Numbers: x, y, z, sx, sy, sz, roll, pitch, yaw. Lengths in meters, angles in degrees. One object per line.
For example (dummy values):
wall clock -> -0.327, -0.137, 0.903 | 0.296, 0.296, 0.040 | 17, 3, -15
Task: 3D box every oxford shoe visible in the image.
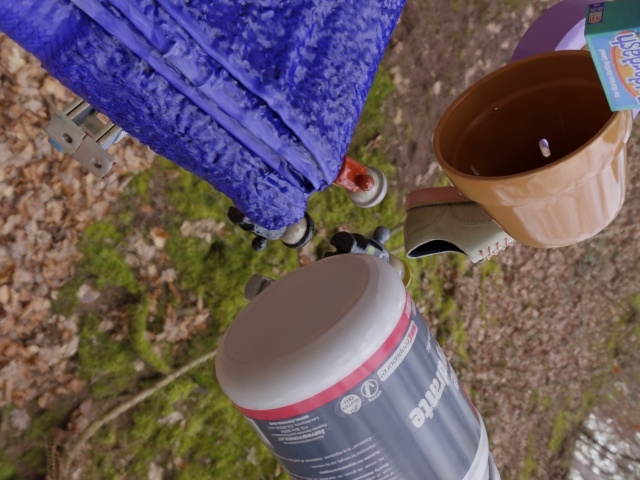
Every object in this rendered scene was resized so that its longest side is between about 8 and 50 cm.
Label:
oxford shoe -> 0.344, -0.022, 1.371 | 0.397, 0.140, 0.146 | -3, -112, 36

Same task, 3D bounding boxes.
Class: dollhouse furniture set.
dollhouse furniture set -> -0.416, -0.173, 1.292 | 0.184, 0.129, 0.129 | -34, -163, 46

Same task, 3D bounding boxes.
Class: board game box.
board game box -> 0.423, -0.216, 0.806 | 0.210, 0.160, 0.047 | 0, -114, 34

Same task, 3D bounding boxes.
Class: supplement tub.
supplement tub -> 0.043, 0.166, 0.691 | 0.191, 0.272, 0.191 | -27, -158, 12

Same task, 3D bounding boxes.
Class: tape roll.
tape roll -> 0.472, -0.294, 1.300 | 0.275, 0.275, 0.090 | -47, -141, 3

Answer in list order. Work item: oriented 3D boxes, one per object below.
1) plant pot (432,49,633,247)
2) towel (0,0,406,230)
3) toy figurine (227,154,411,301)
plant pot -> 0.348, -0.124, 1.115 | 0.291, 0.203, 0.290 | -23, -144, 18
towel -> -0.071, -0.172, 0.348 | 0.076, 0.308, 0.227 | 0, -121, 47
toy figurine -> 0.000, 0.000, 0.958 | 0.213, 0.209, 0.148 | -30, 149, 26
